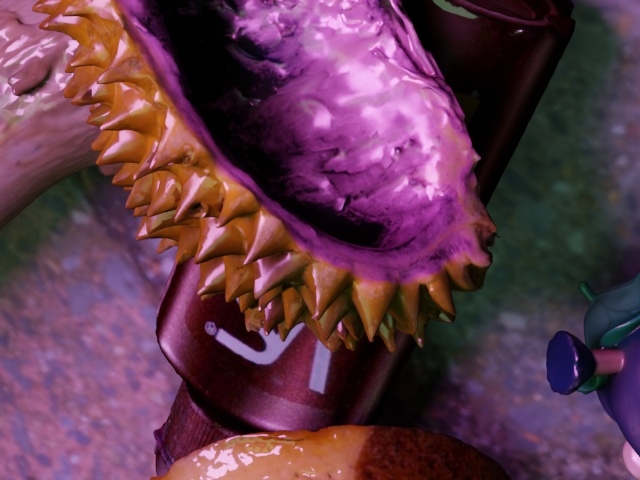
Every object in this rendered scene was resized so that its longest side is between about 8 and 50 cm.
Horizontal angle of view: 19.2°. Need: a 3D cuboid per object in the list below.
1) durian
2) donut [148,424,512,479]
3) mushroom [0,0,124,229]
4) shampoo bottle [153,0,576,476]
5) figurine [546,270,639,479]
[{"bbox_3d":[-0.040,-0.064,0.776,0.260,0.153,0.186,63,156,8],"label":"durian"},{"bbox_3d":[0.005,0.162,0.921,0.217,0.085,0.141,0,138,-6],"label":"donut"},{"bbox_3d":[-0.231,0.005,0.951,0.177,0.126,0.397,26,127,-22],"label":"mushroom"},{"bbox_3d":[0.000,0.000,0.893,0.129,0.084,0.323,29,124,4],"label":"shampoo bottle"},{"bbox_3d":[0.196,0.082,0.866,0.111,0.102,0.195,-45,95,-1],"label":"figurine"}]
